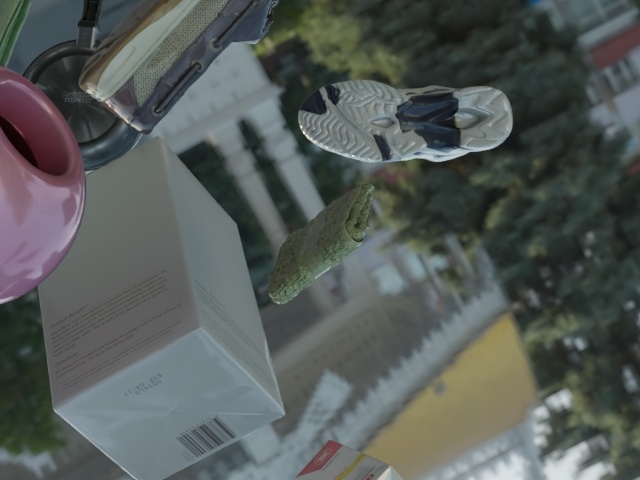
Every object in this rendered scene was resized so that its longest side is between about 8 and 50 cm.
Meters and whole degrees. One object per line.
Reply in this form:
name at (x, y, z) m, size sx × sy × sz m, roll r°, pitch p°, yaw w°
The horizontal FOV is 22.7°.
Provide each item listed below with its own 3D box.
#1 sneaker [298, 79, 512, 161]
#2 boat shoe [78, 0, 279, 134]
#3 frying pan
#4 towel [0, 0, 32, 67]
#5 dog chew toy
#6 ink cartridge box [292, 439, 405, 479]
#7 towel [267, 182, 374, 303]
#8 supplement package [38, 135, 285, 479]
sneaker at (0.093, -0.131, 1.811) m, size 0.235 × 0.094 × 0.153 m, roll -7°, pitch 176°, yaw -2°
boat shoe at (-0.085, -0.209, 1.400) m, size 0.285 × 0.092 × 0.103 m, roll -43°, pitch -156°, yaw 4°
frying pan at (-0.312, -0.252, 2.277) m, size 0.326 × 0.197 × 0.053 m, roll -63°, pitch 173°, yaw -7°
towel at (-0.457, -0.175, 1.579) m, size 0.325 × 0.248 × 0.038 m, roll 19°, pitch 175°, yaw 27°
dog chew toy at (-0.352, -0.005, 1.304) m, size 0.332 × 0.206 × 0.206 m, roll -32°, pitch -176°, yaw 22°
ink cartridge box at (0.034, 0.298, 1.770) m, size 0.115 × 0.067 × 0.198 m, roll -47°, pitch -159°, yaw -16°
towel at (0.000, 0.000, 1.449) m, size 0.110 × 0.027 × 0.148 m, roll -38°, pitch -167°, yaw 18°
supplement package at (-0.176, 0.071, 1.675) m, size 0.177 × 0.175 × 0.293 m, roll -29°, pitch -135°, yaw 12°
